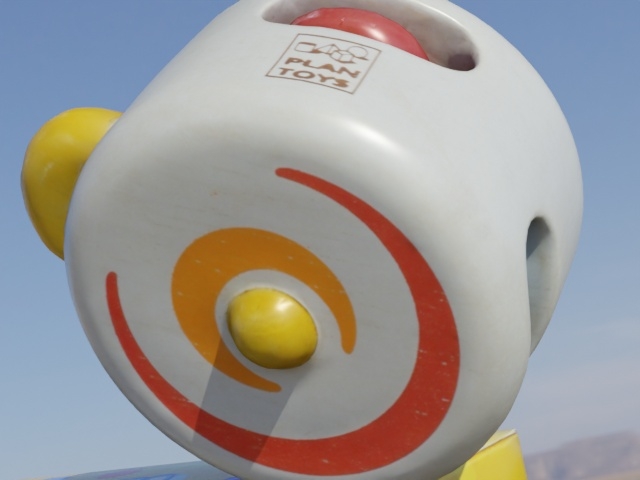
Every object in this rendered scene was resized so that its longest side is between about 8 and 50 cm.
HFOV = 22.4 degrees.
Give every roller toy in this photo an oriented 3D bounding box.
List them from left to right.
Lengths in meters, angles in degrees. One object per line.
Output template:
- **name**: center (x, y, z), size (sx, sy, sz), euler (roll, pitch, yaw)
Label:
- **roller toy**: center (0.000, 0.000, 0.656), size (0.191, 0.209, 0.146), euler (-30, 16, 34)

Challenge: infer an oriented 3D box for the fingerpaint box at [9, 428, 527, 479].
- **fingerpaint box**: center (-0.084, 0.312, 0.854), size (0.445, 0.371, 0.163), euler (-11, 2, 32)
